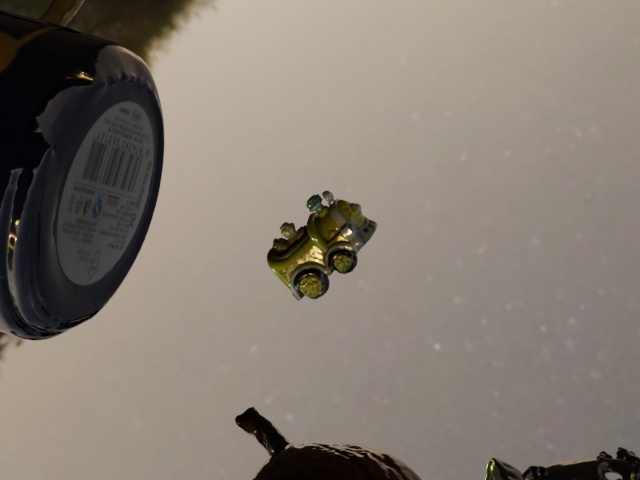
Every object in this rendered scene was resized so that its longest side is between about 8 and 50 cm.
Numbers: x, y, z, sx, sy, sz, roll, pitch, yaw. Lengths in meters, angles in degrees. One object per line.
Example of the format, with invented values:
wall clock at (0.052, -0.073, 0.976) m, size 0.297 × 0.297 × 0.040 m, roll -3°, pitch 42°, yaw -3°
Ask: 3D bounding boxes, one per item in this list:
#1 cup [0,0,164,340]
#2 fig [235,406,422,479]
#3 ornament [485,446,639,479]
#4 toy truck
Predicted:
cup at (-0.216, -0.095, 0.760) m, size 0.178 × 0.256 × 0.255 m, roll 32°, pitch 74°, yaw -74°
fig at (-0.024, 0.249, 1.205) m, size 0.290 × 0.190 × 0.190 m, roll 22°, pitch -118°, yaw 39°
ornament at (0.349, 0.368, 1.761) m, size 0.251 × 0.260 × 0.106 m, roll -108°, pitch -157°, yaw -49°
toy truck at (0.000, 0.000, 1.364) m, size 0.111 × 0.077 × 0.076 m, roll -42°, pitch -170°, yaw 21°
